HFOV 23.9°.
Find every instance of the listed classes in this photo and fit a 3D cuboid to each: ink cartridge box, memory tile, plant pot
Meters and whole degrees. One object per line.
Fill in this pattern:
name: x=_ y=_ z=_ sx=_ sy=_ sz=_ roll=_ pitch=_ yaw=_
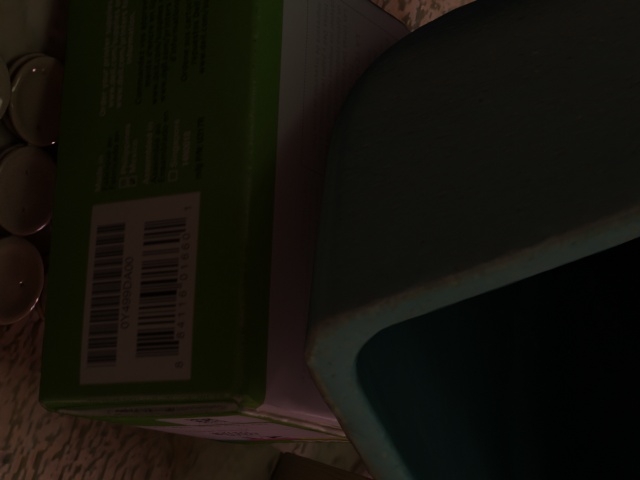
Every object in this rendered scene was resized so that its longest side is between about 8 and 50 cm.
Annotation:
ink cartridge box: x=0.000 y=0.000 z=0.679 sx=0.255 sy=0.097 sz=0.188 roll=24 pitch=65 yaw=-57
memory tile: x=-0.133 y=-0.022 z=0.601 sx=0.148 sy=0.012 sz=0.113 roll=9 pitch=92 yaw=-52
plant pot: x=0.143 y=0.001 z=0.598 sx=0.252 sy=0.248 sz=0.247 roll=-96 pitch=161 yaw=-53

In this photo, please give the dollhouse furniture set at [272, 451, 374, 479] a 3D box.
dollhouse furniture set: x=0.122 y=0.112 z=0.842 sx=0.212 sy=0.161 sz=0.242 roll=44 pitch=64 yaw=-48
